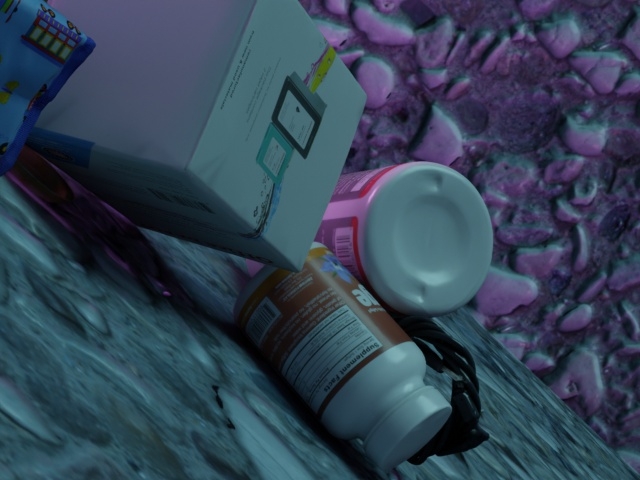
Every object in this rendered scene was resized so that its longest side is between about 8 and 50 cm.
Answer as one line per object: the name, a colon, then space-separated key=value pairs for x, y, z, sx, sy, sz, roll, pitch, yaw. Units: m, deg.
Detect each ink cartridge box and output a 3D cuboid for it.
ink cartridge box: x=-0.113 y=-0.120 z=1.325 sx=0.198 sy=0.197 sz=0.270 roll=16 pitch=-13 yaw=24

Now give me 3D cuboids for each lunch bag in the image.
lunch bag: x=-0.357 y=-0.207 z=1.143 sx=0.293 sy=0.138 sz=0.221 roll=39 pitch=5 yaw=37

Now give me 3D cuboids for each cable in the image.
cable: x=0.088 y=0.153 z=1.487 sx=0.184 sy=0.047 sz=0.150 roll=-20 pitch=-83 yaw=52

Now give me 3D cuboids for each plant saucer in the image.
plant saucer: x=-0.250 y=-0.058 z=1.273 sx=0.083 sy=0.015 sz=0.083 roll=44 pitch=7 yaw=-7

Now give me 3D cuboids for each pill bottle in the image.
pill bottle: x=0.043 y=0.006 z=1.586 sx=0.161 sy=0.161 sz=0.283 roll=42 pitch=-22 yaw=-21
pill bottle: x=0.024 y=0.114 z=1.419 sx=0.216 sy=0.121 sz=0.121 roll=48 pitch=8 yaw=20

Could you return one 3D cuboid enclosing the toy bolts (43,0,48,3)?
toy bolts: x=-0.246 y=-0.231 z=1.641 sx=0.158 sy=0.218 sz=0.228 roll=48 pitch=23 yaw=-31
